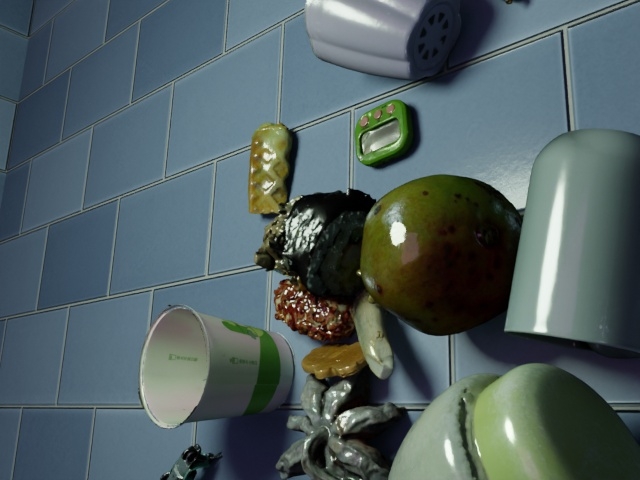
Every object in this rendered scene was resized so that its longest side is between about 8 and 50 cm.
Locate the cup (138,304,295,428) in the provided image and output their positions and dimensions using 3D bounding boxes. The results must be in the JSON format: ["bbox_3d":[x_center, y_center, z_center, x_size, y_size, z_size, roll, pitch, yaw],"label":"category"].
[{"bbox_3d":[-0.216,0.279,1.448,0.253,0.274,0.253,-16,67,42],"label":"cup"}]

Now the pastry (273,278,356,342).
[{"bbox_3d":[-0.013,0.146,1.421,0.208,0.097,0.115,21,103,44],"label":"pastry"}]

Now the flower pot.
[{"bbox_3d":[0.138,-0.451,1.357,0.243,0.265,0.265,35,102,35],"label":"flower pot"}]

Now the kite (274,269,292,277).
[{"bbox_3d":[-0.089,0.046,1.585,0.090,0.004,0.122,-41,53,28],"label":"kite"}]

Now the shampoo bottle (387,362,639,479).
[{"bbox_3d":[0.261,0.348,0.928,0.317,0.322,0.323,-45,50,33],"label":"shampoo bottle"}]

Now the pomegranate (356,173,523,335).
[{"bbox_3d":[0.200,0.018,1.156,0.323,0.290,0.291,-170,97,-80],"label":"pomegranate"}]

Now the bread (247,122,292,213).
[{"bbox_3d":[-0.133,-0.177,1.646,0.128,0.088,0.232,1,83,52],"label":"bread"}]

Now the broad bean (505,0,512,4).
[{"bbox_3d":[0.332,-0.523,1.323,0.070,0.048,0.214,-44,48,27],"label":"broad bean"}]

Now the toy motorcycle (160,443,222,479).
[{"bbox_3d":[-0.311,0.545,1.582,0.173,0.100,0.058,-58,47,18],"label":"toy motorcycle"}]

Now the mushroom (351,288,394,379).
[{"bbox_3d":[0.099,0.176,1.266,0.084,0.071,0.209,-60,17,25],"label":"mushroom"}]

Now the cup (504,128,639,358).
[{"bbox_3d":[0.399,0.007,0.988,0.205,0.205,0.312,3,78,45],"label":"cup"}]

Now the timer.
[{"bbox_3d":[0.135,-0.226,1.424,0.140,0.047,0.128,-20,63,39],"label":"timer"}]

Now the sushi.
[{"bbox_3d":[-0.004,-0.001,1.363,0.218,0.238,0.225,19,73,51],"label":"sushi"}]

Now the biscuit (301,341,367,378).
[{"bbox_3d":[0.031,0.239,1.331,0.184,0.133,0.027,-12,104,41],"label":"biscuit"}]

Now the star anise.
[{"bbox_3d":[0.044,0.361,1.267,0.359,0.139,0.316,-40,52,17],"label":"star anise"}]
